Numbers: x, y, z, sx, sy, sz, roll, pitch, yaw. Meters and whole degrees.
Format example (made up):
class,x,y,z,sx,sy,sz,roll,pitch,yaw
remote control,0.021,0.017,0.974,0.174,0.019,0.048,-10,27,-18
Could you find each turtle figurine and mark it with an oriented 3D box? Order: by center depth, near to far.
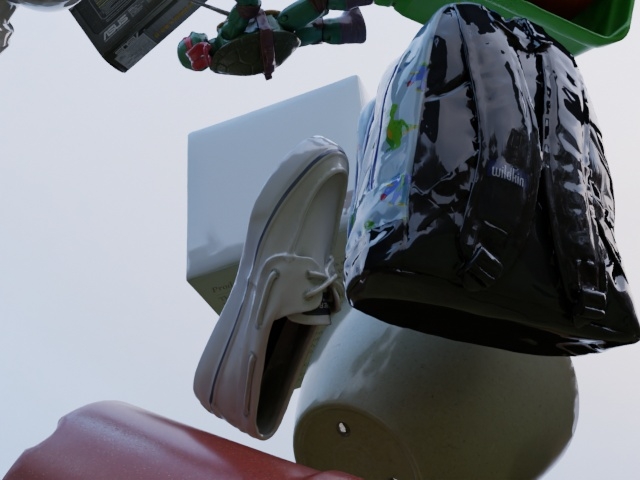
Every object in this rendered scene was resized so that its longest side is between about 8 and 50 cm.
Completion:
class,x,y,z,sx,sy,sz,roll,pitch,yaw
turtle figurine,-0.066,-0.224,0.958,0.234,0.118,0.175,-13,-1,-10

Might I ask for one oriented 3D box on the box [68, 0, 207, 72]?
class,x,y,z,sx,sy,sz,roll,pitch,yaw
box,-0.199,-0.336,1.073,0.231,0.183,0.056,-40,-21,7

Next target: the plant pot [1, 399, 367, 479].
class,x,y,z,sx,sy,sz,roll,pitch,yaw
plant pot,-0.091,0.256,0.682,0.265,0.272,0.272,19,-40,27

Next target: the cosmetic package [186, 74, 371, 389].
class,x,y,z,sx,sy,sz,roll,pitch,yaw
cosmetic package,0.000,0.000,1.616,0.329,0.327,0.394,-17,-40,14

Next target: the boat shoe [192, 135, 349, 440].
class,x,y,z,sx,sy,sz,roll,pitch,yaw
boat shoe,-0.021,0.044,0.782,0.084,0.095,0.258,29,-73,34

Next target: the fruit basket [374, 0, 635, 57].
class,x,y,z,sx,sy,sz,roll,pitch,yaw
fruit basket,0.238,-0.420,1.115,0.392,0.283,0.392,15,-25,7

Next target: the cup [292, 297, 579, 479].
class,x,y,z,sx,sy,sz,roll,pitch,yaw
cup,0.102,0.207,1.088,0.331,0.237,0.331,14,-63,30

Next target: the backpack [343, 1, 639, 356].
class,x,y,z,sx,sy,sz,roll,pitch,yaw
backpack,0.159,-0.073,0.949,0.290,0.356,0.273,14,-19,-19

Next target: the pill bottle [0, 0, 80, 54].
class,x,y,z,sx,sy,sz,roll,pitch,yaw
pill bottle,-0.128,-0.178,0.411,0.117,0.117,0.208,36,-82,-25
